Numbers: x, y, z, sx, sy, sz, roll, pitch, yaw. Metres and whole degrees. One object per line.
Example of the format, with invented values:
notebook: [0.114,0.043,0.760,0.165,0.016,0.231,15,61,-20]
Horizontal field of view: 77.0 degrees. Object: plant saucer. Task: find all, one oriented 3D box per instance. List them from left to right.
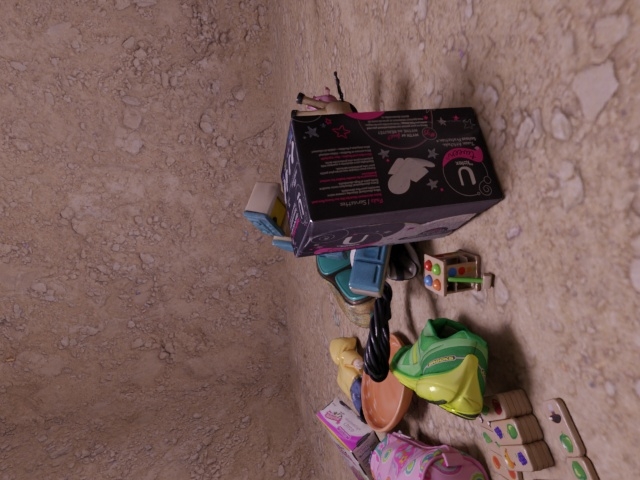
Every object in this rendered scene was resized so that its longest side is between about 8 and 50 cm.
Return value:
plant saucer: [0.143,0.299,0.853,0.200,0.037,0.200,-165,90,-76]

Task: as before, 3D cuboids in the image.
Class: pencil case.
pencil case: [0.176,0.411,0.710,0.284,0.124,0.124,113,147,-69]

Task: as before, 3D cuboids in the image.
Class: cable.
cable: [0.110,0.162,0.724,0.184,0.047,0.151,-64,-20,-56]

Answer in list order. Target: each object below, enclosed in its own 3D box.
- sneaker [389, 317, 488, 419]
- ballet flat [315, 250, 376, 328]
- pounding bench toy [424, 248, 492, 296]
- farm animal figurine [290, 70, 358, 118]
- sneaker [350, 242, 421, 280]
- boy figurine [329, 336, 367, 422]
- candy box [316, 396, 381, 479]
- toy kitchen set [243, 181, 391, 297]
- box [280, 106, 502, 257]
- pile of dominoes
sneaker: [0.188,0.187,0.620,0.123,0.109,0.295,-62,-4,-11]
ballet flat: [0.069,0.109,1.051,0.348,0.123,0.123,-123,28,-63]
pounding bench toy: [0.189,0.049,0.564,0.083,0.065,0.052,-145,49,-73]
farm animal figurine: [0.037,-0.118,0.817,0.330,0.172,0.327,-4,-72,-81]
sneaker: [0.124,0.047,0.804,0.163,0.086,0.226,-107,17,-47]
boy figurine: [0.097,0.378,1.106,0.285,0.092,0.177,-119,24,-61]
candy box: [0.100,0.500,0.936,0.159,0.071,0.233,12,132,61]
toy kitchen set: [0.000,0.000,0.649,0.166,0.207,0.122,54,-134,-65]
box: [0.081,-0.072,0.556,0.163,0.247,0.142,118,143,-70]
pile of dominoes: [0.256,0.314,0.477,0.196,0.040,0.251,107,154,-61]
